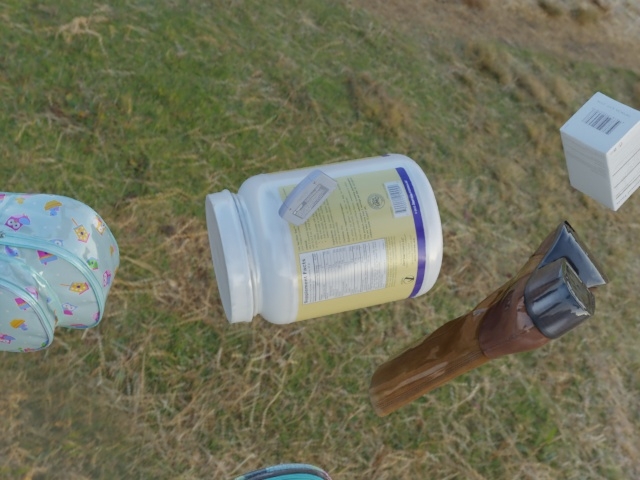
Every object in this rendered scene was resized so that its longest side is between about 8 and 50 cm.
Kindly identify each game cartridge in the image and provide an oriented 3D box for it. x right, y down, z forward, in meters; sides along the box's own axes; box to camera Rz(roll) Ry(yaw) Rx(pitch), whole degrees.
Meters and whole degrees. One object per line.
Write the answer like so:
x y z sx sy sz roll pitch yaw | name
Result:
-0.018 -0.058 1.003 0.017 0.083 0.056 49 12 29 | game cartridge

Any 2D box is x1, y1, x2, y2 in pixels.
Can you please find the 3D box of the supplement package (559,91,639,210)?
0.517 -0.159 1.332 0.105 0.179 0.105 -44 51 -7 | supplement package

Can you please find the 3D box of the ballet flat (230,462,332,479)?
-0.094 0.257 0.646 0.221 0.079 0.077 -29 94 -14 | ballet flat

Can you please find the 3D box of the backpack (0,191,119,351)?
-0.317 0.032 0.784 0.188 0.166 0.144 -3 47 2 | backpack

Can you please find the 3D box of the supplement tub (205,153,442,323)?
0.000 0.000 1.171 0.331 0.241 0.241 -10 59 -13 | supplement tub

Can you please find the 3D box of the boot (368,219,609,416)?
0.209 0.102 0.913 0.096 0.280 0.264 51 30 -5 | boot
